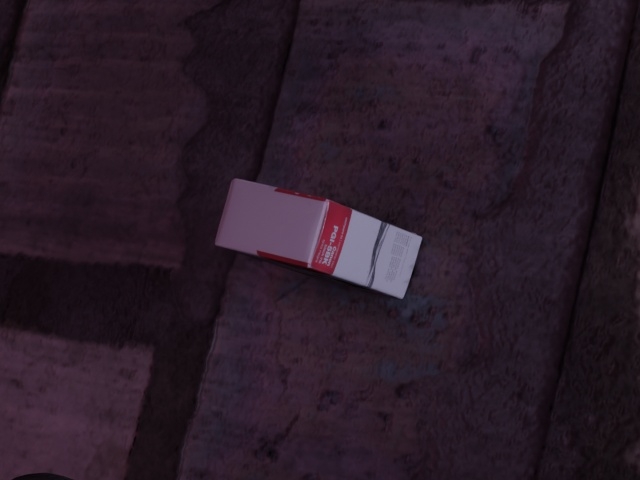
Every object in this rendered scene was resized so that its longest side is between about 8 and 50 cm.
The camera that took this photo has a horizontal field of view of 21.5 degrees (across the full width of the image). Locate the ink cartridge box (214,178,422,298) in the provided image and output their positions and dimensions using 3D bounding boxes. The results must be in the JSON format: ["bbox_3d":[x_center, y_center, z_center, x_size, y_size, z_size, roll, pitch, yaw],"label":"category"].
[{"bbox_3d":[0.000,0.000,1.317,0.099,0.135,0.056,13,86,38],"label":"ink cartridge box"}]

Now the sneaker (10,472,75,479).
[{"bbox_3d":[-0.053,0.341,1.151,0.447,0.257,0.169,40,92,26],"label":"sneaker"}]
